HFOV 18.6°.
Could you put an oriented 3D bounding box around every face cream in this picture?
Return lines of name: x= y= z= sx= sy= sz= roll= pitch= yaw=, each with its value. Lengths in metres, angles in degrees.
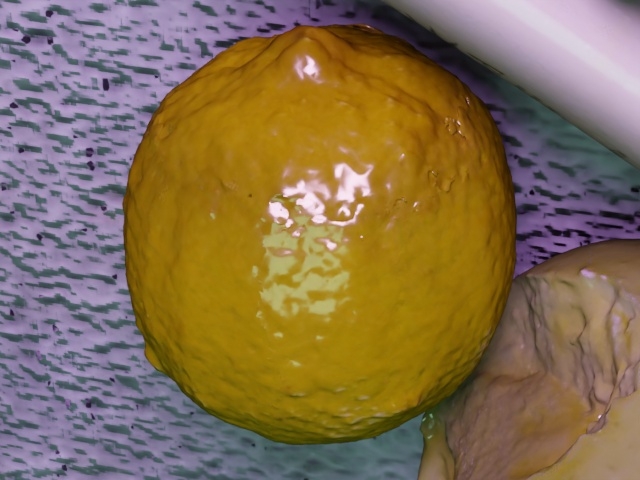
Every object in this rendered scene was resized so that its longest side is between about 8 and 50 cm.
face cream: x=0.080 y=-0.119 z=0.861 sx=0.348 sy=0.173 sz=0.081 roll=33 pitch=104 yaw=-4

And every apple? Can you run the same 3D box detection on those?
apple: x=0.163 y=0.142 z=0.959 sx=0.279 sy=0.279 sz=0.279 roll=8 pitch=123 yaw=13

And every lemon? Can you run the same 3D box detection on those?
lemon: x=0.000 y=0.000 z=0.948 sx=0.192 sy=0.192 sz=0.231 roll=11 pitch=125 yaw=12
